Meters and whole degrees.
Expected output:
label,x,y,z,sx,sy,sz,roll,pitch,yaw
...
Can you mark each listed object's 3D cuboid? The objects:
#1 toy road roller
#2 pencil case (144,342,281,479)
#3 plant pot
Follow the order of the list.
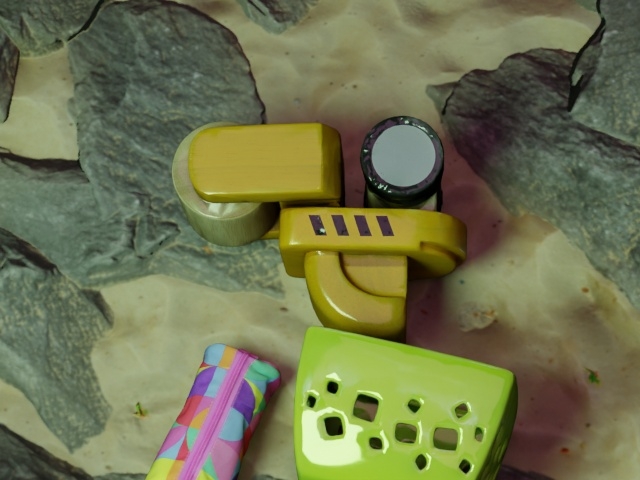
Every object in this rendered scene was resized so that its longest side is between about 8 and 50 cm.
label,x,y,z,sx,sy,sz,roll,pitch,yaw
toy road roller,0.000,0.000,2.059,0.329,0.202,0.241,1,75,3
pencil case,-0.123,0.224,1.990,0.104,0.104,0.236,15,54,11
plant pot,0.074,0.236,1.928,0.228,0.227,0.207,13,72,10
